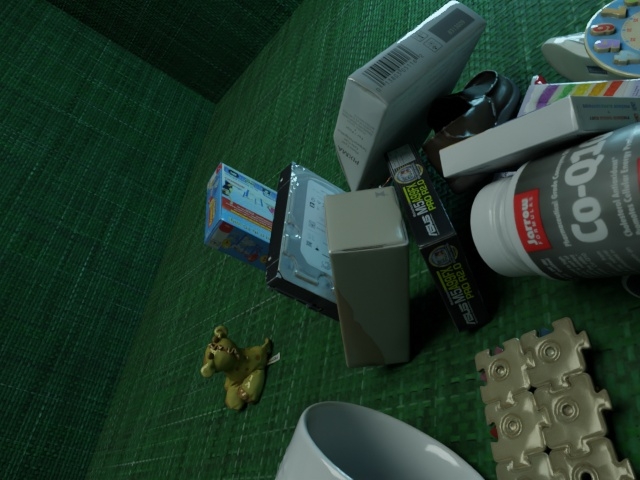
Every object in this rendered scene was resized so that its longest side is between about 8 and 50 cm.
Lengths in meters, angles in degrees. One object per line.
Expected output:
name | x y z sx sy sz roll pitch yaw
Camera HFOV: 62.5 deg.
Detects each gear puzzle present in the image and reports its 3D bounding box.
gear puzzle | 0.298 0.271 0.654 0.175 0.044 0.339 -37 39 38

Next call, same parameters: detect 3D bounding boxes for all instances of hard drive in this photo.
hard drive | 0.000 0.000 1.208 0.064 0.237 0.339 -37 35 41

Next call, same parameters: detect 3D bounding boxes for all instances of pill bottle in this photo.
pill bottle | 0.322 -0.037 0.608 0.283 0.161 0.161 -18 50 60

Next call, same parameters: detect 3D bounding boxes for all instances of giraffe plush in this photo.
giraffe plush | -0.235 0.325 1.389 0.210 0.170 0.181 -49 29 25

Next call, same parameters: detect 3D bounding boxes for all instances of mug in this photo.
mug | 0.078 0.445 0.666 0.374 0.276 0.328 24 95 33

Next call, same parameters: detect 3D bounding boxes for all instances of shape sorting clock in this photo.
shape sorting clock | 0.491 -0.302 0.752 0.206 0.040 0.206 -9 54 13

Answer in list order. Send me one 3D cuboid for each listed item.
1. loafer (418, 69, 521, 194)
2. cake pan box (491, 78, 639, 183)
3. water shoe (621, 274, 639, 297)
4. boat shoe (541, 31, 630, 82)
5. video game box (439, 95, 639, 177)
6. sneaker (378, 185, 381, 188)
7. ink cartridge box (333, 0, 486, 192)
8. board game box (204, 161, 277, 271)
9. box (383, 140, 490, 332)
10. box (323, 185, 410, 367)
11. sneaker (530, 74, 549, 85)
loafer | 0.277 -0.239 0.984 0.134 0.130 0.366 -42 13 41
cake pan box | 0.378 -0.105 0.799 0.246 0.070 0.267 32 103 64
water shoe | 0.453 -0.004 0.624 0.203 0.073 0.080 -46 3 32
boat shoe | 0.466 -0.309 0.869 0.081 0.079 0.227 -40 32 1
video game box | 0.296 -0.133 0.693 0.205 0.187 0.048 -16 82 57
sneaker | 0.132 -0.137 1.281 0.086 0.163 0.226 -9 96 28
ink cartridge box | 0.141 -0.230 1.034 0.308 0.091 0.385 -44 -13 -27
board game box | -0.164 -0.046 1.461 0.086 0.308 0.302 -50 28 24
box | 0.195 -0.012 0.901 0.060 0.216 0.270 -22 39 11
box | 0.086 0.073 0.916 0.121 0.311 0.148 -7 42 3
sneaker | 0.415 -0.260 0.936 0.067 0.042 0.118 -35 45 49
